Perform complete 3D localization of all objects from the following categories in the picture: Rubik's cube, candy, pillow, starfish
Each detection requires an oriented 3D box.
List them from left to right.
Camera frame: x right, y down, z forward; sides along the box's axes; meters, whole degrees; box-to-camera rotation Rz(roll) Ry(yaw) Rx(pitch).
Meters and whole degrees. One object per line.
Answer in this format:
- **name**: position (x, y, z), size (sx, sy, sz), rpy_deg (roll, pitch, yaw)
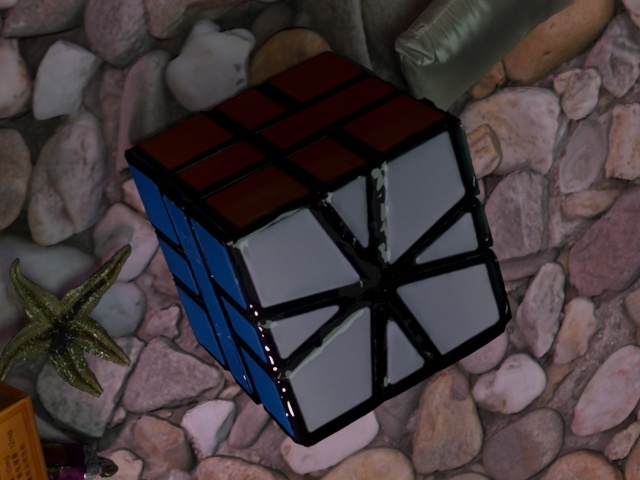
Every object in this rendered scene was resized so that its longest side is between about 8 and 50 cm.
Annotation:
- **candy**: position (-0.309, 0.252, 1.711), size (0.175, 0.045, 0.043), rpy_deg (5, 143, -32)
- **starfish**: position (-0.278, 0.087, 1.647), size (0.217, 0.050, 0.223), rpy_deg (-43, 138, -13)
- **Rubik's cube**: position (0.000, 0.000, 1.621), size (0.293, 0.283, 0.288), rpy_deg (-29, 122, -14)
- **pillow**: position (0.195, -0.256, 1.738), size (0.254, 0.078, 0.144), rpy_deg (-41, 135, -6)

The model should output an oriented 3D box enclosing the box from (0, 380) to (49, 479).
- **box**: position (-0.363, 0.267, 1.598), size (0.076, 0.174, 0.274), rpy_deg (-32, 127, -40)
